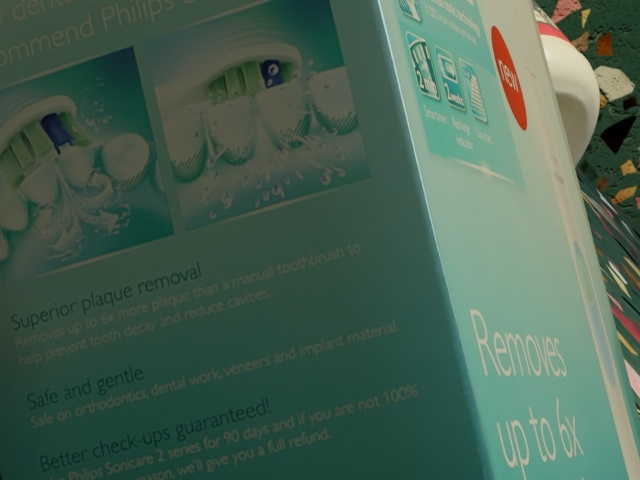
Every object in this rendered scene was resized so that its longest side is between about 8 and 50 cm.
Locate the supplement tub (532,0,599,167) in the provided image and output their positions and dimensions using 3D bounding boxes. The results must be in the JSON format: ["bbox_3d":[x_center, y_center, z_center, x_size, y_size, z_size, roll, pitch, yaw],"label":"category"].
[{"bbox_3d":[0.042,-0.135,1.249,0.272,0.191,0.191,54,13,29],"label":"supplement tub"}]

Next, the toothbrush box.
[{"bbox_3d":[0.000,0.000,0.525,0.216,0.126,0.296,16,59,-70],"label":"toothbrush box"}]

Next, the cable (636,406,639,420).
[{"bbox_3d":[0.184,0.102,1.392,0.184,0.047,0.150,44,6,-6],"label":"cable"}]
